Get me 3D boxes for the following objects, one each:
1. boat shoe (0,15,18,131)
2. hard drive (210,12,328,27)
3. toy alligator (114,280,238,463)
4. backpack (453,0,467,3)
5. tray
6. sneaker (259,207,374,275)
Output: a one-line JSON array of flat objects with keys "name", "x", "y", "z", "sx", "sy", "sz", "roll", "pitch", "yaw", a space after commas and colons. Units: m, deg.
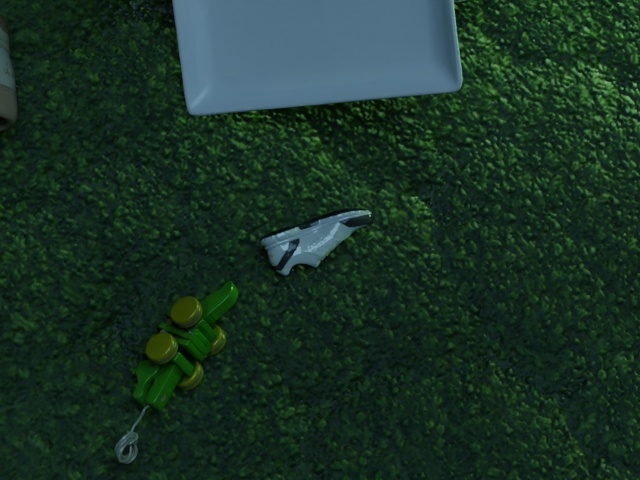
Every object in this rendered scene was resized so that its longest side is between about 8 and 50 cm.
[{"name": "boat shoe", "x": -0.436, "y": -0.130, "z": 1.633, "sx": 0.341, "sy": 0.121, "sz": 0.110, "roll": -8, "pitch": 74, "yaw": -13}, {"name": "hard drive", "x": -0.048, "y": -0.245, "z": 1.742, "sx": 0.135, "sy": 0.022, "sz": 0.094, "roll": -2, "pitch": 91, "yaw": 20}, {"name": "toy alligator", "x": -0.140, "y": 0.109, "z": 1.650, "sx": 0.051, "sy": 0.056, "sz": 0.190, "roll": 17, "pitch": 66, "yaw": 41}, {"name": "backpack", "x": 0.114, "y": -0.361, "z": 1.723, "sx": 0.213, "sy": 0.263, "sz": 0.276, "roll": -23, "pitch": 78, "yaw": -25}, {"name": "tray", "x": -0.004, "y": -0.195, "z": 1.697, "sx": 0.270, "sy": 0.030, "sz": 0.145, "roll": -3, "pitch": 98, "yaw": 22}, {"name": "sneaker", "x": 0.000, "y": 0.000, "z": 1.716, "sx": 0.109, "sy": 0.040, "sz": 0.044, "roll": -19, "pitch": 94, "yaw": -11}]
